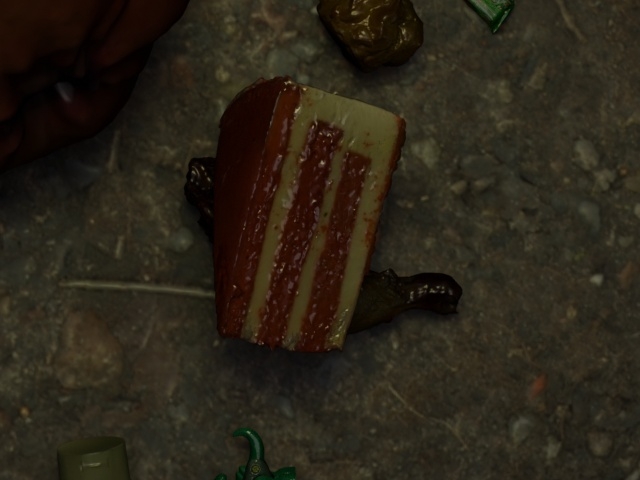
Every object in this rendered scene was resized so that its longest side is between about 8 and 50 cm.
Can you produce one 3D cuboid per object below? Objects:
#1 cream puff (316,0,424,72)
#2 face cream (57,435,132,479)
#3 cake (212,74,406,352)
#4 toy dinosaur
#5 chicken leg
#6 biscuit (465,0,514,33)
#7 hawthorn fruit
[{"bbox_3d":[0.056,-0.237,1.559,0.094,0.116,0.122,-34,104,1],"label":"cream puff"},{"bbox_3d":[-0.225,0.318,1.480,0.114,0.070,0.224,-7,96,-9],"label":"face cream"},{"bbox_3d":[-0.007,-0.034,1.425,0.158,0.159,0.262,12,57,-23],"label":"cake"},{"bbox_3d":[-0.073,0.261,1.508,0.096,0.059,0.132,0,91,-3],"label":"toy dinosaur"},{"bbox_3d":[-0.005,0.010,1.541,0.322,0.083,0.177,42,60,1],"label":"chicken leg"},{"bbox_3d":[0.179,-0.280,1.632,0.089,0.016,0.046,44,80,-1],"label":"biscuit"},{"bbox_3d":[-0.366,-0.278,1.338,0.472,0.472,0.471,1,83,-9],"label":"hawthorn fruit"}]
